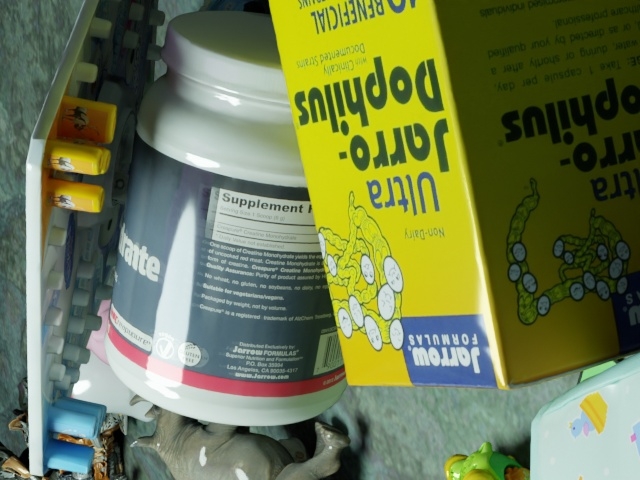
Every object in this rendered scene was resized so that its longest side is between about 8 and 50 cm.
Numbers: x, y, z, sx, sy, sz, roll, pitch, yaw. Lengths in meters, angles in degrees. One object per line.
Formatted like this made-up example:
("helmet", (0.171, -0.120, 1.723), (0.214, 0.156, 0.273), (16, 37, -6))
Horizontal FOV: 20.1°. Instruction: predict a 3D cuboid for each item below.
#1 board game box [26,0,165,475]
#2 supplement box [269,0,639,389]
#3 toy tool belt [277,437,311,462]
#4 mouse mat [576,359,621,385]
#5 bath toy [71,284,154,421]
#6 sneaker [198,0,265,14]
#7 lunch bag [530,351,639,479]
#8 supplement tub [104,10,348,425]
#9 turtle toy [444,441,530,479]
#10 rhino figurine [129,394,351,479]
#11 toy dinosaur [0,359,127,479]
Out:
("board game box", (-0.161, -0.067, 1.463), (0.390, 0.050, 0.390), (99, -177, -48))
("supplement box", (0.107, -0.097, 1.173), (0.194, 0.195, 0.357), (-7, 96, 60))
("toy tool belt", (-0.033, 0.227, 1.685), (0.051, 0.052, 0.083), (46, 119, 33))
("mouse mat", (0.219, 0.183, 1.284), (0.152, 0.007, 0.190), (45, 137, 44))
("bath toy", (-0.174, 0.100, 1.803), (0.348, 0.129, 0.151), (-34, 72, 59))
("sneaker", (-0.069, -0.138, 1.593), (0.073, 0.063, 0.162), (10, 111, 55))
("lunch bag", (0.253, 0.173, 1.053), (0.262, 0.160, 0.223), (61, 149, 4))
("supplement tub", (-0.051, -0.017, 1.343), (0.191, 0.191, 0.272), (34, 120, 50))
("turtle toy", (0.137, 0.216, 1.373), (0.095, 0.066, 0.130), (-153, 56, -82))
("rhino figurine", (-0.084, 0.187, 1.644), (0.243, 0.073, 0.106), (20, 88, 31))
("toy dinosaur", (-0.316, 0.254, 2.102), (0.218, 0.164, 0.322), (44, 117, 20))
